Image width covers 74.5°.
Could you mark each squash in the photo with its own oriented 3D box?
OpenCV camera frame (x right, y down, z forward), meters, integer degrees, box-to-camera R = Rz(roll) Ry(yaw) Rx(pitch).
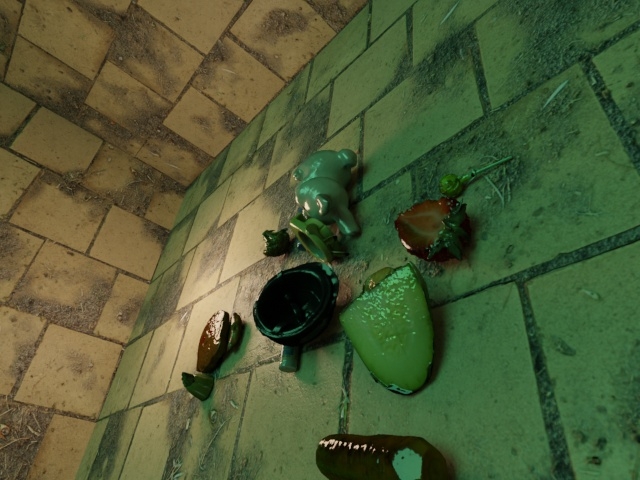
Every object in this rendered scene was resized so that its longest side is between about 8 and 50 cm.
[{"bbox_3d":[0.172,0.210,0.948,0.237,0.204,0.155,-41,11,27],"label":"squash"},{"bbox_3d":[-0.503,0.563,1.662,0.105,0.132,0.105,-36,36,31],"label":"squash"}]

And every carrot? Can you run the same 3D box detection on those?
[{"bbox_3d":[0.117,0.452,0.853,0.301,0.114,0.114,-26,43,49],"label":"carrot"}]

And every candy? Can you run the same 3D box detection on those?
[{"bbox_3d":[0.393,-0.169,1.073,0.193,0.058,0.062,-26,83,32],"label":"candy"}]

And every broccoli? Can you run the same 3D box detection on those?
[{"bbox_3d":[-0.185,0.008,1.704,0.130,0.120,0.131,-47,-8,-20],"label":"broccoli"}]

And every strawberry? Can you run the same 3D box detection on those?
[{"bbox_3d":[0.273,-0.013,1.054,0.228,0.098,0.175,-7,56,58],"label":"strawberry"}]

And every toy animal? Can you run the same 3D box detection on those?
[{"bbox_3d":[0.035,-0.168,1.461,0.241,0.196,0.368,-38,33,29],"label":"toy animal"}]

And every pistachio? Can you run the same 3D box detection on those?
[{"bbox_3d":[-0.340,0.363,1.683,0.090,0.049,0.173,114,160,-43],"label":"pistachio"}]

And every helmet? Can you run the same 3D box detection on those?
[{"bbox_3d":[-0.059,0.208,1.280,0.278,0.160,0.230,-34,47,-11],"label":"helmet"}]

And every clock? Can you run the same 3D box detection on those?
[{"bbox_3d":[0.000,0.000,1.396,0.069,0.170,0.232,-43,33,-15],"label":"clock"}]

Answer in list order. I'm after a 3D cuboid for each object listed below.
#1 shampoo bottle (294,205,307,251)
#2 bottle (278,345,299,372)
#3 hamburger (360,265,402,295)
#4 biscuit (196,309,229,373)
[{"bbox_3d":[-0.054,-0.071,1.634,0.103,0.061,0.259,-33,38,37],"label":"shampoo bottle"},{"bbox_3d":[-0.091,0.309,1.349,0.060,0.060,0.217,-32,38,39],"label":"bottle"},{"bbox_3d":[0.169,0.139,1.086,0.147,0.083,0.138,-29,45,44],"label":"hamburger"},{"bbox_3d":[-0.463,0.426,1.781,0.273,0.049,0.257,-48,31,37],"label":"biscuit"}]
